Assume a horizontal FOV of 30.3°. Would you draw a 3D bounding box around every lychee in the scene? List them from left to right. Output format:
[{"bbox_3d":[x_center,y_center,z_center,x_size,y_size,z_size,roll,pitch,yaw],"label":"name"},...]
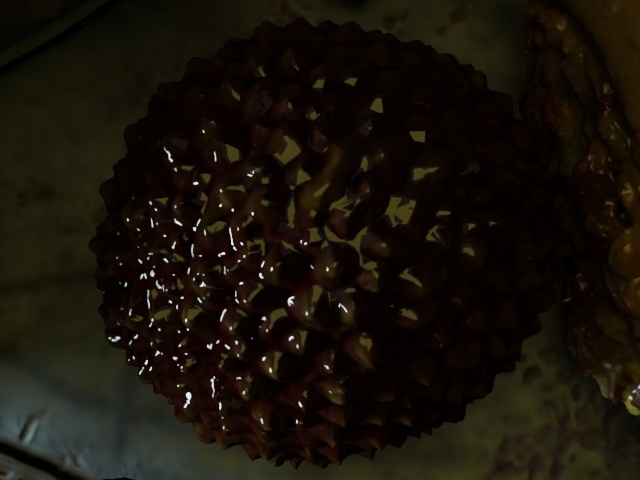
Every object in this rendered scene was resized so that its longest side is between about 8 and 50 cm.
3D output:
[{"bbox_3d":[0.000,0.000,0.449,0.188,0.188,0.188,-1,76,4],"label":"lychee"}]

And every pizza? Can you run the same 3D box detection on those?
[{"bbox_3d":[0.123,-0.017,0.471,0.058,0.127,0.246,-8,91,-5],"label":"pizza"}]

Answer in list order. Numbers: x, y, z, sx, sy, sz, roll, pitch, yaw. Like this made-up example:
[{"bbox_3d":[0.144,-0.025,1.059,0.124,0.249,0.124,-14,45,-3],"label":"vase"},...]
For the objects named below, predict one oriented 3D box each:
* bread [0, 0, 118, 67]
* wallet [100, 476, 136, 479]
[{"bbox_3d":[-0.181,-0.195,0.543,0.192,0.110,0.210,-31,75,-5],"label":"bread"},{"bbox_3d":[-0.004,0.269,0.446,0.323,0.041,0.247,27,80,7],"label":"wallet"}]
